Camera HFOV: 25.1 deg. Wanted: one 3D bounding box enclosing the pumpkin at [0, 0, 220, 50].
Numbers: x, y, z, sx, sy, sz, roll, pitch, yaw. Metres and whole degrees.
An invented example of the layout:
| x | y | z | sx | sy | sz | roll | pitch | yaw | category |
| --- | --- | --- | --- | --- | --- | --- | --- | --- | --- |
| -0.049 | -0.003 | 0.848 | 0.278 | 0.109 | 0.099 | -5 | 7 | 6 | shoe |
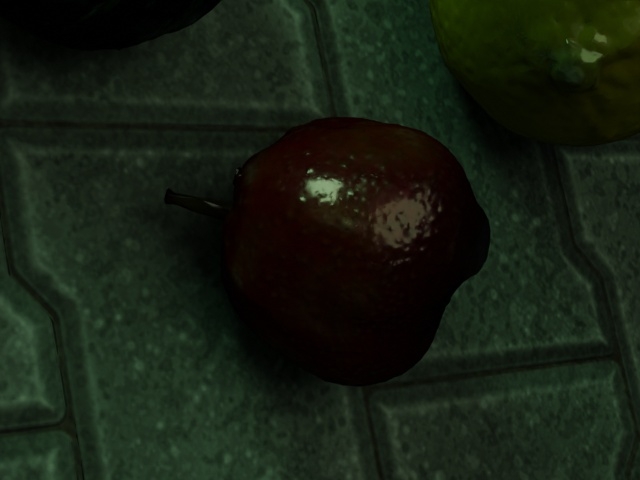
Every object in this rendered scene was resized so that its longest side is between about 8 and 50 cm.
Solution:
| x | y | z | sx | sy | sz | roll | pitch | yaw | category |
| --- | --- | --- | --- | --- | --- | --- | --- | --- | --- |
| -0.165 | -0.307 | 1.138 | 0.315 | 0.238 | 0.315 | 9 | 79 | -53 | pumpkin |

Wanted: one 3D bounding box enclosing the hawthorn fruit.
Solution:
| x | y | z | sx | sy | sz | roll | pitch | yaw | category |
| --- | --- | --- | --- | --- | --- | --- | --- | --- | --- |
| 0.000 | 0.000 | 1.203 | 0.266 | 0.230 | 0.210 | 13 | 54 | -11 | hawthorn fruit |

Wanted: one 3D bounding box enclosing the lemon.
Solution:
| x | y | z | sx | sy | sz | roll | pitch | yaw | category |
| --- | --- | --- | --- | --- | --- | --- | --- | --- | --- |
| 0.263 | -0.257 | 1.443 | 0.336 | 0.336 | 0.336 | 14 | 66 | -35 | lemon |
